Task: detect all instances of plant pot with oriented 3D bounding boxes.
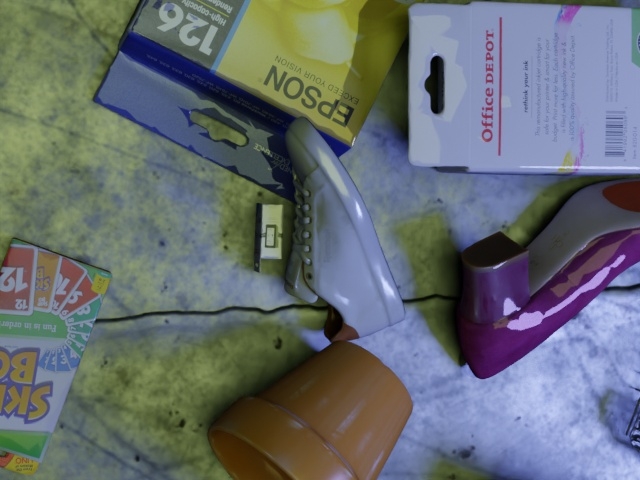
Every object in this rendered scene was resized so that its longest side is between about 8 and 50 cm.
[{"bbox_3d":[0.004,0.227,1.464,0.205,0.205,0.188,49,66,-10],"label":"plant pot"}]

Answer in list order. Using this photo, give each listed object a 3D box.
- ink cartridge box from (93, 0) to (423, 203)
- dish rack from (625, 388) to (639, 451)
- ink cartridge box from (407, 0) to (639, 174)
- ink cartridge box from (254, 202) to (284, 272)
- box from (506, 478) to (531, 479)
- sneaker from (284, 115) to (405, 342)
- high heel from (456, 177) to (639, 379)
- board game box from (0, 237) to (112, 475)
[{"bbox_3d":[-0.068,-0.238,1.488,0.303,0.072,0.307,26,83,-14],"label":"ink cartridge box"},{"bbox_3d":[0.516,0.181,1.640,0.208,0.074,0.272,23,88,-12],"label":"dish rack"},{"bbox_3d":[0.258,-0.184,1.539,0.353,0.119,0.207,0,92,-14],"label":"ink cartridge box"},{"bbox_3d":[-0.063,-0.003,1.504,0.028,0.048,0.083,3,92,-11],"label":"ink cartridge box"},{"bbox_3d":[0.357,0.384,1.556,0.275,0.113,0.094,24,73,-25],"label":"box"},{"bbox_3d":[0.000,0.000,1.471,0.123,0.106,0.290,-26,112,-6],"label":"sneaker"},{"bbox_3d":[0.337,0.041,1.595,0.377,0.127,0.181,-17,124,-16],"label":"high heel"},{"bbox_3d":[-0.347,0.139,1.451,0.124,0.039,0.259,21,90,-13],"label":"board game box"}]
